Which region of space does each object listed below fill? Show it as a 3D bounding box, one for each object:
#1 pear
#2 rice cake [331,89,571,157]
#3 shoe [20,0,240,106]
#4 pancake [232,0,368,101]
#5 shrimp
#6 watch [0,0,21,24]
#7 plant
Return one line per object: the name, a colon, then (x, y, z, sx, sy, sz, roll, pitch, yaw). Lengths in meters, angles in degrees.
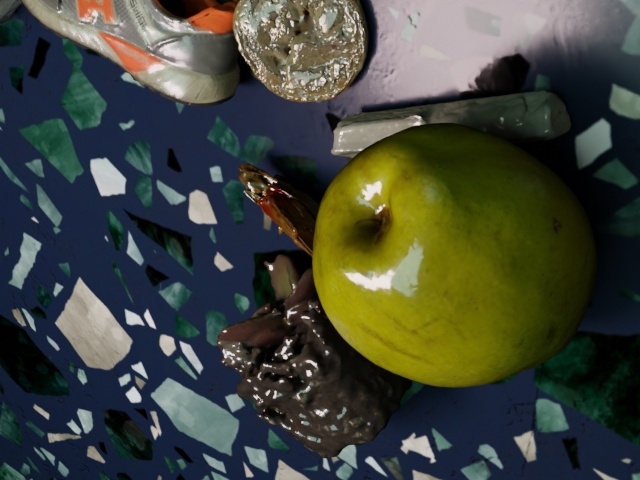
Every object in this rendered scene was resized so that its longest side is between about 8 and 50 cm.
pear: (0.134, 0.018, 0.788, 0.253, 0.307, 0.253, -12, 72, 43)
rice cake: (0.128, -0.117, 0.864, 0.256, 0.057, 0.052, -1, 115, 36)
shoe: (-0.222, -0.306, 0.966, 0.336, 0.132, 0.171, 34, 125, 12)
pancake: (-0.020, -0.229, 0.907, 0.158, 0.028, 0.158, 5, 116, 11)
shrimp: (0.000, -0.001, 0.970, 0.294, 0.154, 0.062, 38, 103, 21)
watch: (-0.520, -0.390, 1.125, 0.241, 0.162, 0.253, 45, 134, -11)
plant: (-0.007, 0.143, 1.024, 0.178, 0.204, 0.234, -31, 101, 38)
